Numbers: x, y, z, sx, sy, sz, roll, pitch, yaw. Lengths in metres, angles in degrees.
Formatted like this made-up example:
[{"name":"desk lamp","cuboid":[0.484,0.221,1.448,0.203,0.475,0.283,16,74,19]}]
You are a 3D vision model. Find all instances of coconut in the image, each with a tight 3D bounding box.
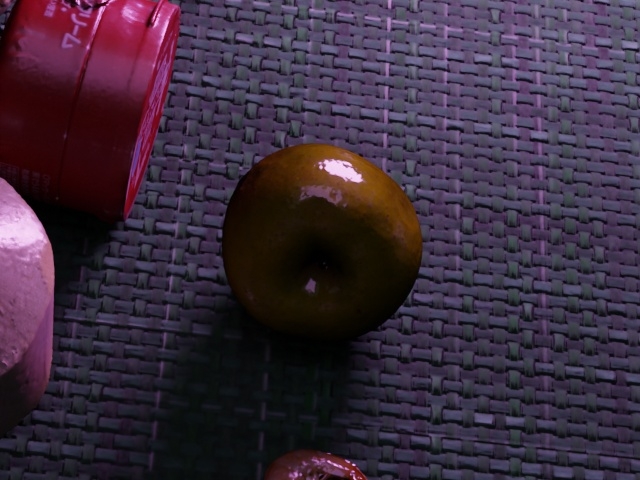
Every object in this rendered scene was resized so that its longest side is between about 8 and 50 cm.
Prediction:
[{"name":"coconut","cuboid":[-0.347,0.060,1.425,0.239,0.244,0.239,5,58,-8]}]

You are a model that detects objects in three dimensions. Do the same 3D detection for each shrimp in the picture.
[{"name":"shrimp","cuboid":[0.018,0.254,1.505,0.162,0.045,0.095,39,40,18]}]

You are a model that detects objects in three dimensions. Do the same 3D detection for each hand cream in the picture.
[{"name":"hand cream","cuboid":[-0.230,-0.139,1.577,0.149,0.230,0.230,13,59,0]}]

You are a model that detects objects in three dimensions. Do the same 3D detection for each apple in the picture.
[{"name":"apple","cuboid":[0.000,0.000,1.561,0.196,0.196,0.157,15,29,-1]}]

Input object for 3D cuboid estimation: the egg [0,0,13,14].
[{"name":"egg","cuboid":[-0.383,-0.313,1.663,0.203,0.203,0.245,37,54,12]}]
